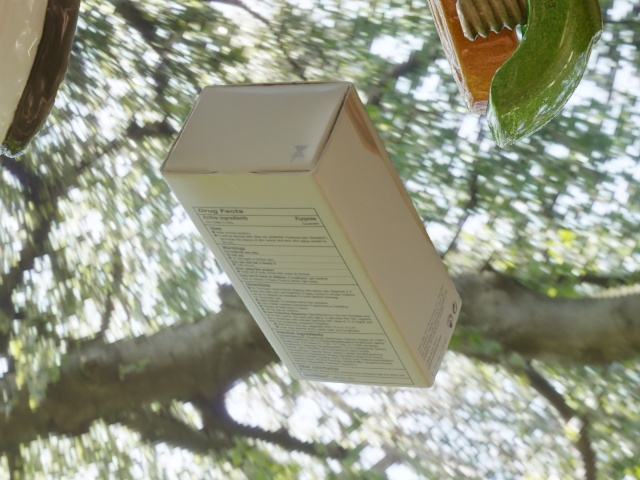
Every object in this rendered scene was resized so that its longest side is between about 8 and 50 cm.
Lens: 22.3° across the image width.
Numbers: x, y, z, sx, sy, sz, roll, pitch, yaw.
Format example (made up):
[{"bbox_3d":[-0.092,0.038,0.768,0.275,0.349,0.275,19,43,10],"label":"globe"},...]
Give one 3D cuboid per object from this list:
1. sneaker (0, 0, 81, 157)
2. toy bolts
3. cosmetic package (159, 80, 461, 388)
[{"bbox_3d":[-0.272,-0.164,0.610,0.182,0.410,0.158,1,-66,-54],"label":"sneaker"},{"bbox_3d":[0.111,-0.168,0.677,0.159,0.218,0.228,-19,-91,3],"label":"toy bolts"},{"bbox_3d":[0.000,0.000,0.550,0.115,0.060,0.041,62,-140,-43],"label":"cosmetic package"}]
